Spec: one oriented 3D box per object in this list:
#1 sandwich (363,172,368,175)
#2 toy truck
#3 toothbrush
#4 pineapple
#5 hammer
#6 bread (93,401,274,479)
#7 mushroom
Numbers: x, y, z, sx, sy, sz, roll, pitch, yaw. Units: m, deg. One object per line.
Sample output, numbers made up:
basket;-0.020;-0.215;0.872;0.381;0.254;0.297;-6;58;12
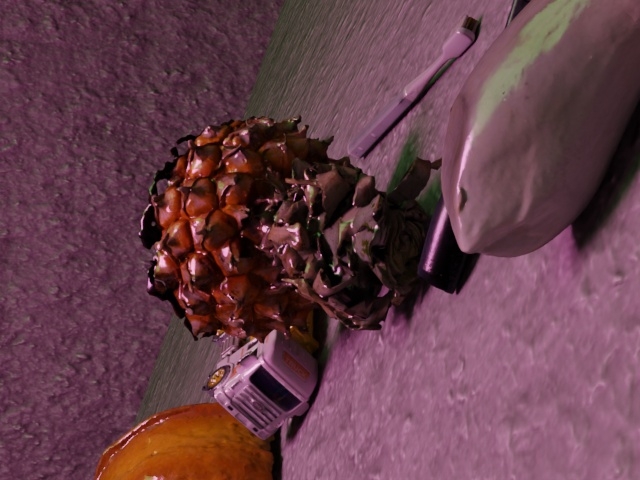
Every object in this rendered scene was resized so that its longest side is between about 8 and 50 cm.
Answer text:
sandwich;-0.030;-0.045;1.370;0.113;0.163;0.079;-79;16;-47
toy truck;-0.058;0.117;1.361;0.114;0.098;0.227;-39;21;19
toothbrush;0.096;-0.163;1.347;0.030;0.025;0.342;-67;9;-25
pineapple;0.000;0.000;1.139;0.272;0.262;0.262;8;76;54
hammer;0.135;-0.098;0.946;0.137;0.037;0.290;-29;-43;-73
bread;-0.187;0.338;1.366;0.194;0.179;0.340;-103;36;-69
mushroom;0.164;-0.114;0.735;0.270;0.103;0.118;-59;33;32
